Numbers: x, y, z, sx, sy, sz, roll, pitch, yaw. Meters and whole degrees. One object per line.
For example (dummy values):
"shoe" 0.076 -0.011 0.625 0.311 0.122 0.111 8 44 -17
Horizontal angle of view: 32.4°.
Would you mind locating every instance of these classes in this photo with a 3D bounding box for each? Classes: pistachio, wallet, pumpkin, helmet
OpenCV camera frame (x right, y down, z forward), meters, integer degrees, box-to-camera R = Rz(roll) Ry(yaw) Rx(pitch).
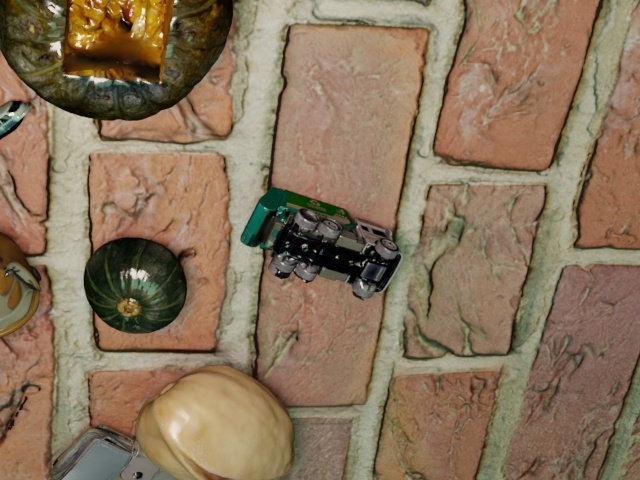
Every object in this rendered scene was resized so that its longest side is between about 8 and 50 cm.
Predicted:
"pistachio" -0.180 0.330 1.883 0.230 0.230 0.309 -37 132 13
"wallet" -0.360 0.422 2.005 0.231 0.069 0.170 30 118 -34
"pumpkin" -0.270 -0.305 1.451 0.320 0.192 0.321 -7 126 -10
"pumpkin" -0.294 0.071 1.742 0.167 0.125 0.167 -5 131 -6
"helmet" -0.534 0.054 1.674 0.198 0.130 0.224 -22 153 0

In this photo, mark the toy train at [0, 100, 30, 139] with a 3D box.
"toy train" -0.508 -0.142 1.602 0.207 0.043 0.047 -34 120 12

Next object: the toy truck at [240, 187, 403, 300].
"toy truck" 0.000 0.000 1.759 0.253 0.124 0.114 16 119 -24
